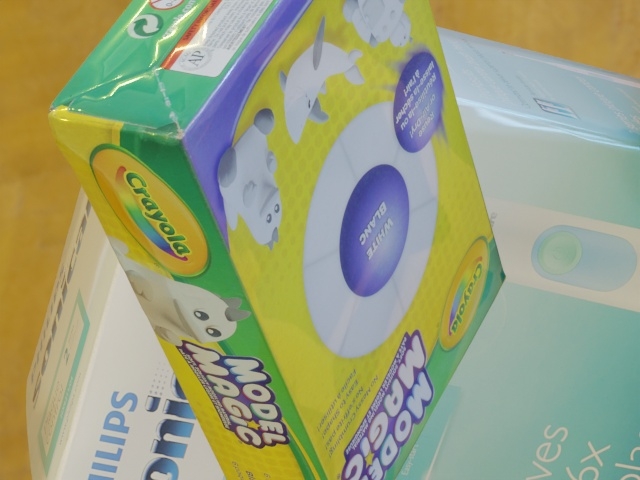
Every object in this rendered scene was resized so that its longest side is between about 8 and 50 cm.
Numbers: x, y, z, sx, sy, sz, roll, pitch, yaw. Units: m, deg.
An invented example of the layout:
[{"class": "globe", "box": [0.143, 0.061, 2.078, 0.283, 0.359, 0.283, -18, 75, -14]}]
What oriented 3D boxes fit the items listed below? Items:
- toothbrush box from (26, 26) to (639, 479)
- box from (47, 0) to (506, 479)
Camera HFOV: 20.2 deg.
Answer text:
[{"class": "toothbrush box", "box": [0.043, 0.026, 0.768, 0.126, 0.295, 0.216, -117, 43, -65]}, {"class": "box", "box": [0.000, 0.000, 0.471, 0.043, 0.179, 0.105, 13, 54, 28]}]
